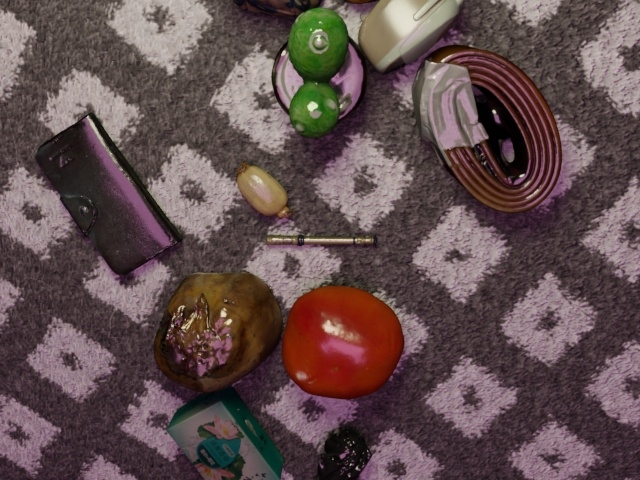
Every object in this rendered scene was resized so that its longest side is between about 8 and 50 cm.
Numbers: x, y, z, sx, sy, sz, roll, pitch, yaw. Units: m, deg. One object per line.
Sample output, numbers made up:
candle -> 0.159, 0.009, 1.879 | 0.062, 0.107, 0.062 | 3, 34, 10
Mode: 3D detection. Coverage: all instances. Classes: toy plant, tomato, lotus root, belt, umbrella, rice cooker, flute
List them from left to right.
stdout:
lotus root -> -0.221, 0.197, 1.390 | 0.272, 0.192, 0.272 | 2, 103, 9
lotus root -> -0.114, -0.095, 1.345 | 0.073, 0.062, 0.150 | -42, 99, 15
toy plant -> -0.002, -0.297, 1.186 | 0.175, 0.235, 0.218 | 4, 107, 1
flute -> 0.000, 0.000, 1.387 | 0.233, 0.027, 0.027 | 0, 107, 3
umbrella -> 0.015, 0.583, 1.533 | 0.118, 0.118, 0.340 | 20, 112, -3
tomato -> 0.042, 0.220, 1.374 | 0.260, 0.180, 0.259 | 4, 109, 11
rice cooker -> 0.160, -0.395, 1.195 | 0.127, 0.145, 0.206 | 42, 101, 1
belt -> 0.309, -0.214, 1.256 | 0.217, 0.122, 0.338 | -34, 104, 11

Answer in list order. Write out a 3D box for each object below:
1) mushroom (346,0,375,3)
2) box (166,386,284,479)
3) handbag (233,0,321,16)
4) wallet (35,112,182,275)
mushroom -> 0.078, -0.485, 1.200 | 0.123, 0.052, 0.123 | -3, 77, 15
box -> -0.210, 0.464, 1.509 | 0.153, 0.092, 0.245 | -31, 102, 12
handbag -> -0.079, -0.518, 1.144 | 0.190, 0.193, 0.251 | 5, 108, -2
wallet -> -0.444, -0.089, 1.378 | 0.172, 0.045, 0.318 | -30, 102, 10
